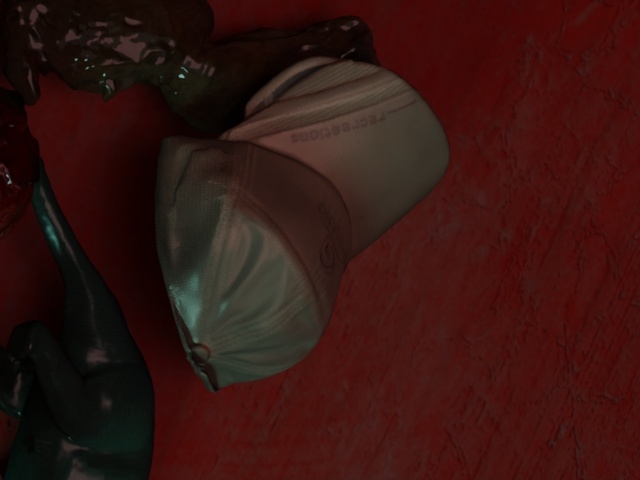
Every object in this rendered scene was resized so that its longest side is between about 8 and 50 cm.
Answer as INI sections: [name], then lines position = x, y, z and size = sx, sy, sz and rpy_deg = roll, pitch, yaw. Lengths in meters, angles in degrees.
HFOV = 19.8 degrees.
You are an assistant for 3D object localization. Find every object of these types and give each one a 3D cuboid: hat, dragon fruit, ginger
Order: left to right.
[dragon fruit]
position = -0.248, -0.055, 1.186
size = 0.130, 0.142, 0.121
rpy_deg = 17, 98, -31
[ginger]
position = -0.093, -0.136, 1.310
size = 0.290, 0.084, 0.122
rpy_deg = 8, 75, -30
[hat]
position = 0.000, 0.000, 1.316
size = 0.226, 0.164, 0.219
rpy_deg = -20, 134, 2

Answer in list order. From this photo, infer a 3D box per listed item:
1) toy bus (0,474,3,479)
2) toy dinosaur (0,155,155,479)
[toy bus]
position = -0.326, 0.236, 1.148
size = 0.297, 0.106, 0.131
rpy_deg = -17, 99, 6
[toy dinosaur]
position = -0.141, 0.162, 1.344
size = 0.331, 0.129, 0.383
rpy_deg = 19, 90, -45
